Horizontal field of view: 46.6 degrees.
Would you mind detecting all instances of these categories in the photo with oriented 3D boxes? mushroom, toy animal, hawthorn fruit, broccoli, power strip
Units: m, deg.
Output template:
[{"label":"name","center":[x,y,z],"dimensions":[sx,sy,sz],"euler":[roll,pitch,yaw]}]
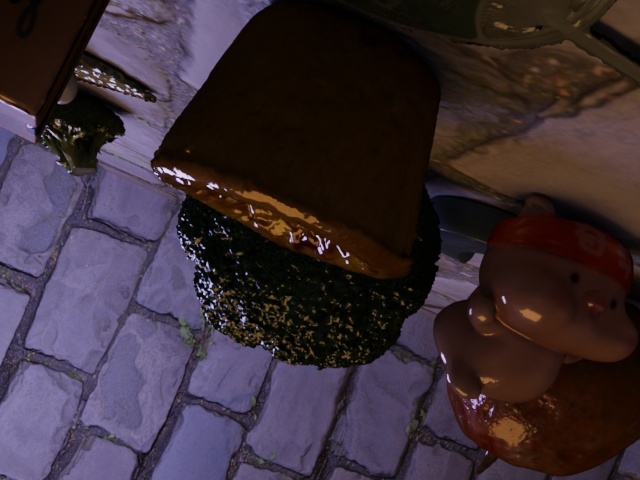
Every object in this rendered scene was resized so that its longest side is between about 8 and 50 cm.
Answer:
[{"label":"mushroom","center":[-0.348,-0.200,0.939],"dimensions":[0.083,0.067,0.083],"euler":[19,180,0]},{"label":"toy animal","center":[0.212,0.064,0.727],"dimensions":[0.171,0.197,0.171],"euler":[28,-156,-13]},{"label":"hawthorn fruit","center":[0.281,0.183,0.948],"dimensions":[0.277,0.298,0.277],"euler":[30,-174,-4]},{"label":"broccoli","center":[-0.399,-0.179,1.215],"dimensions":[0.146,0.138,0.162],"euler":[-8,174,-25]},{"label":"broccoli","center":[0.000,0.000,0.847],"dimensions":[0.297,0.297,0.297],"euler":[23,-155,11]},{"label":"power strip","center":[0.178,-0.007,0.883],"dimensions":[0.137,0.044,0.216],"euler":[27,173,-26]}]

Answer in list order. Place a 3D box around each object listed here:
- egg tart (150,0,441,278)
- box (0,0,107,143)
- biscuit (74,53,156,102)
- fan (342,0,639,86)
[{"label":"egg tart","center":[-0.001,-0.070,0.529],"dimensions":[0.202,0.147,0.202],"euler":[25,174,3]},{"label":"box","center":[-0.187,-0.152,0.499],"dimensions":[0.070,0.152,0.237],"euler":[28,173,-22]},{"label":"biscuit","center":[-0.329,-0.234,0.978],"dimensions":[0.203,0.016,0.144],"euler":[21,174,32]},{"label":"fan","center":[0.063,-0.133,0.379],"dimensions":[0.294,0.012,0.223],"euler":[30,171,-41]}]
